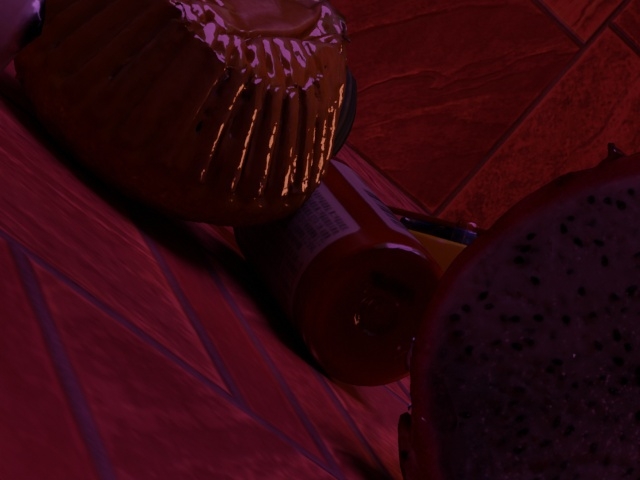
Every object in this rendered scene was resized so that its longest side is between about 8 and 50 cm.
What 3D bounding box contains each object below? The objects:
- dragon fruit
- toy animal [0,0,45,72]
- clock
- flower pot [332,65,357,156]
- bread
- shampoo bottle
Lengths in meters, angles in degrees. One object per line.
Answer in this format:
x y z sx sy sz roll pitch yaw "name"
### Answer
0.212 0.115 1.044 0.305 0.305 0.226 45 -1 35 "dragon fruit"
-0.211 -0.131 0.807 0.166 0.138 0.179 4 42 -48 "toy animal"
0.131 0.015 1.754 0.277 0.071 0.293 16 0 -3 "clock"
-0.073 -0.142 1.664 0.243 0.157 0.189 37 8 -47 "flower pot"
-0.086 -0.110 1.221 0.240 0.139 0.240 29 30 -18 "bread"
0.000 0.000 1.315 0.104 0.104 0.278 39 6 -27 "shampoo bottle"
